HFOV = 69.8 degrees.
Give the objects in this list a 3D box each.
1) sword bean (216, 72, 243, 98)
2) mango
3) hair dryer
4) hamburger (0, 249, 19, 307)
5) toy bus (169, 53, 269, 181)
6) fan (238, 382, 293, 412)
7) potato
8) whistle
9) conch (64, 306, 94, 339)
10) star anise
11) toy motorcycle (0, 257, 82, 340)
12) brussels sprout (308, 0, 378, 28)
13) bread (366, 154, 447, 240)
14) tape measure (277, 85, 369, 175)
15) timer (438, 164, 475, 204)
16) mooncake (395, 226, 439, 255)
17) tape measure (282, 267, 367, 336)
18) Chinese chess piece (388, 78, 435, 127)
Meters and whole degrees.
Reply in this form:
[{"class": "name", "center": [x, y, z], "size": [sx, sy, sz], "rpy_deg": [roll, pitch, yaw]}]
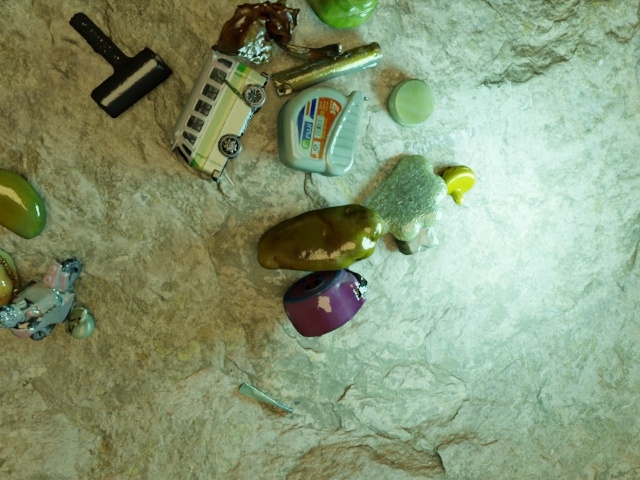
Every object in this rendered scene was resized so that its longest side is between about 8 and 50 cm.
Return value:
[{"class": "sword bean", "center": [-0.224, -0.384, 1.140], "size": [0.083, 0.012, 0.012], "rpy_deg": [42, 87, -9]}, {"class": "mango", "center": [-0.773, -0.091, 1.148], "size": [0.130, 0.092, 0.195], "rpy_deg": [-27, 109, -11]}, {"class": "hair dryer", "center": [-0.536, -0.464, 1.166], "size": [0.197, 0.089, 0.251], "rpy_deg": [-41, 97, -3]}, {"class": "hamburger", "center": [-0.875, 0.113, 1.151], "size": [0.213, 0.108, 0.214], "rpy_deg": [-2, 101, -9]}, {"class": "toy bus", "center": [-0.272, -0.322, 1.214], "size": [0.179, 0.143, 0.306], "rpy_deg": [25, 92, -14]}, {"class": "fan", "center": [-0.170, 0.498, 1.437], "size": [0.193, 0.016, 0.038], "rpy_deg": [32, 93, -16]}, {"class": "potato", "center": [0.000, 0.000, 1.312], "size": [0.368, 0.176, 0.196], "rpy_deg": [-11, 78, -3]}, {"class": "whistle", "center": [0.020, -0.489, 1.307], "size": [0.326, 0.057, 0.068], "rpy_deg": [-22, 104, -10]}, {"class": "conch", "center": [-0.652, 0.226, 1.249], "size": [0.076, 0.056, 0.085], "rpy_deg": [11, 77, 7]}, {"class": "star anise", "center": [-0.115, -0.532, 1.200], "size": [0.346, 0.148, 0.237], "rpy_deg": [7, 54, -3]}, {"class": "toy motorcycle", "center": [-0.709, 0.157, 1.143], "size": [0.108, 0.204, 0.239], "rpy_deg": [14, 94, 14]}, {"class": "brussels sprout", "center": [0.059, -0.688, 1.240], "size": [0.223, 0.161, 0.223], "rpy_deg": [2, 104, 8]}, {"class": "bread", "center": [0.275, -0.120, 1.388], "size": [0.207, 0.056, 0.287], "rpy_deg": [31, 84, 13]}, {"class": "tape measure", "center": [-0.001, -0.310, 1.297], "size": [0.246, 0.125, 0.243], "rpy_deg": [9, 90, -18]}, {"class": "timer", "center": [0.433, -0.179, 1.437], "size": [0.107, 0.109, 0.107], "rpy_deg": [-9, 143, -7]}, {"class": "mooncake", "center": [0.293, -0.026, 1.443], "size": [0.129, 0.073, 0.125], "rpy_deg": [-21, 100, -6]}, {"class": "tape measure", "center": [0.019, 0.170, 1.326], "size": [0.245, 0.231, 0.149], "rpy_deg": [-28, 105, -5]}, {"class": "Chinese chess piece", "center": [0.275, -0.413, 1.386], "size": [0.144, 0.058, 0.144], "rpy_deg": [-3, 101, -15]}]
